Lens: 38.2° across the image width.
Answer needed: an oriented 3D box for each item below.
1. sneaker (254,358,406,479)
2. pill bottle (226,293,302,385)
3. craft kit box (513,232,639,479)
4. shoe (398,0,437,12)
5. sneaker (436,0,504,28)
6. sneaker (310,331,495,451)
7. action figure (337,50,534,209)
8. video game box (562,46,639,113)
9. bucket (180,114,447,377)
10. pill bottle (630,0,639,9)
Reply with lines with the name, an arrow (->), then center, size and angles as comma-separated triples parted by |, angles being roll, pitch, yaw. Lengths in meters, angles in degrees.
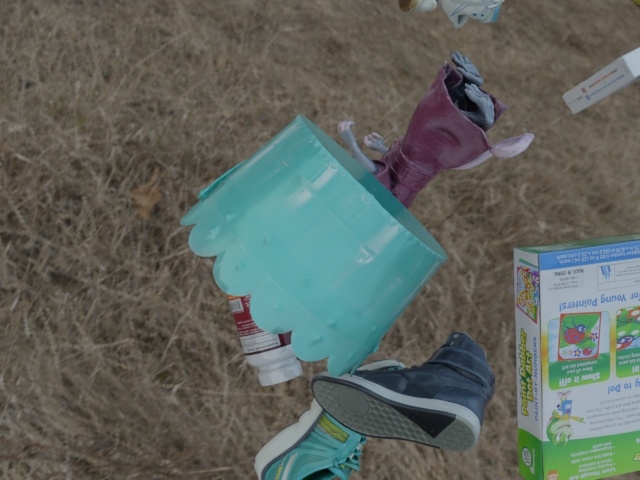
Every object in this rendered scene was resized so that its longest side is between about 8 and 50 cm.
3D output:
sneaker -> 0.030, 0.278, 1.294 | 0.107, 0.275, 0.110 | 33, 14, -45
pill bottle -> -0.077, 0.129, 1.341 | 0.086, 0.086, 0.152 | -17, 91, -37
craft kit box -> 0.324, 0.116, 0.963 | 0.250, 0.061, 0.246 | -6, 97, -18
shoe -> 0.159, -0.482, 1.528 | 0.058, 0.076, 0.218 | -1, 87, -19
sneaker -> 0.232, -0.340, 1.240 | 0.071, 0.191, 0.082 | -27, 96, -31
sneaker -> 0.116, 0.182, 1.209 | 0.226, 0.086, 0.163 | 12, 36, 20
action figure -> 0.178, -0.142, 1.651 | 0.276, 0.370, 0.248 | 42, 28, 10
video game box -> 0.550, -0.304, 1.599 | 0.205, 0.187, 0.048 | -28, 90, -20
bucket -> 0.000, 0.000, 1.075 | 0.281, 0.183, 0.281 | 44, 9, -8
pill bottle -> 0.414, -0.340, 1.139 | 0.184, 0.103, 0.103 | 22, 55, -39
